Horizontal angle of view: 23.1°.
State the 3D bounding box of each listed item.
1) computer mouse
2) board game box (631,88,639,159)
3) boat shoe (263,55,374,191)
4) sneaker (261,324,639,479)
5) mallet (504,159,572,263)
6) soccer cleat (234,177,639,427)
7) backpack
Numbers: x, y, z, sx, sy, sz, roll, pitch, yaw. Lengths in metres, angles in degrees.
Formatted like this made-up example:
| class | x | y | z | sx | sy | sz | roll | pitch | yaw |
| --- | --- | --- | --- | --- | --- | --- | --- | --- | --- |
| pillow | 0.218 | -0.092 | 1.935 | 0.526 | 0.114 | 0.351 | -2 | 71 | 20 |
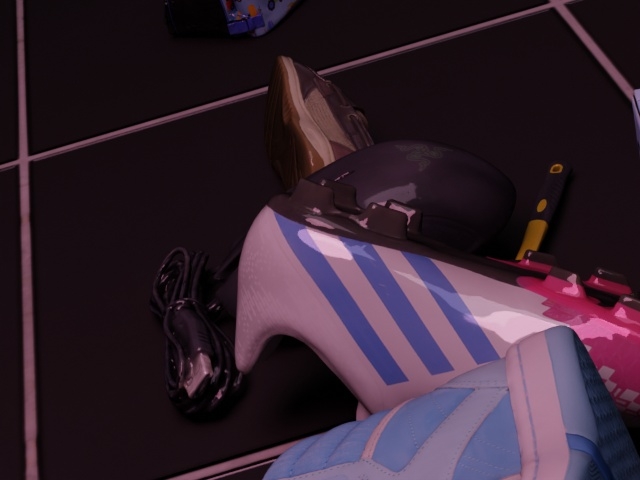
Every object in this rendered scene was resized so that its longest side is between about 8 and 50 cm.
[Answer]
| class | x | y | z | sx | sy | sz | roll | pitch | yaw |
| --- | --- | --- | --- | --- | --- | --- | --- | --- | --- |
| computer mouse | 0.000 | 0.000 | 1.070 | 0.272 | 0.072 | 0.188 | -25 | 29 | 3 |
| board game box | 0.236 | 0.070 | 0.703 | 0.142 | 0.275 | 0.144 | -11 | 33 | 8 |
| boat shoe | 0.002 | -0.083 | 1.240 | 0.073 | 0.080 | 0.223 | 4 | 25 | -12 |
| sneaker | 0.051 | 0.167 | 0.735 | 0.208 | 0.127 | 0.319 | -24 | 12 | 15 |
| mallet | 0.159 | -0.006 | 1.086 | 0.062 | 0.039 | 0.189 | 2 | 32 | 28 |
| soccer cleat | 0.101 | 0.072 | 0.937 | 0.331 | 0.143 | 0.116 | 20 | 9 | 17 |
| backpack | -0.091 | -0.301 | 1.518 | 0.117 | 0.173 | 0.158 | 8 | 38 | 33 |
